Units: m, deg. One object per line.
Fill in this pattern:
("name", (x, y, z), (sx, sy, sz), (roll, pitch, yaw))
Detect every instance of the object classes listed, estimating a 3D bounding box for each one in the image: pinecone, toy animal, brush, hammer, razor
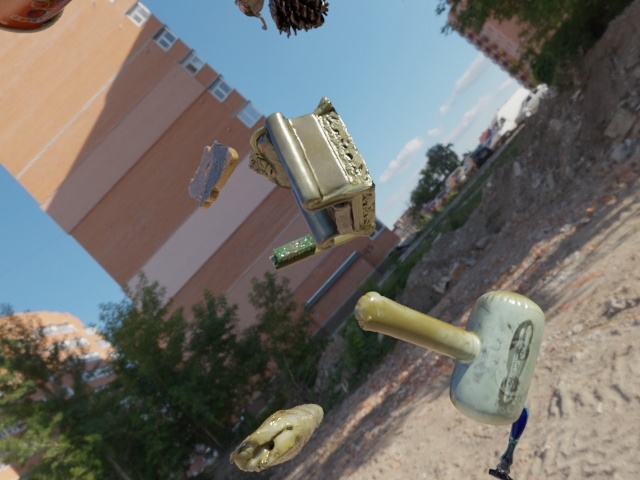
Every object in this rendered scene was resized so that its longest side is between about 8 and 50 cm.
("pinecone", (-0.030, -0.320, 0.633), (0.083, 0.077, 0.077), (-4, 2, 13))
("toy animal", (-0.146, -0.495, 0.936), (0.114, 0.117, 0.255), (-16, -10, 17))
("brush", (0.000, 0.000, 1.207), (0.282, 0.054, 0.048), (-22, -36, -17))
("hammer", (0.182, 0.146, 0.677), (0.113, 0.305, 0.202), (-6, 66, 70))
("razor", (0.343, 0.367, 0.826), (0.028, 0.044, 0.155), (-11, -63, -62))

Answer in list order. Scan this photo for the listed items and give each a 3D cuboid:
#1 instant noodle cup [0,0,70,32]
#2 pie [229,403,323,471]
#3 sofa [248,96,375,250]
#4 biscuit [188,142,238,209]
("instant noodle cup", (-0.457, -0.476, 0.705), (0.192, 0.251, 0.250), (-7, 15, 30))
("pie", (-0.059, 0.315, 0.747), (0.128, 0.068, 0.282), (-35, -15, -3))
("sofa", (-0.016, -0.098, 0.858), (0.181, 0.200, 0.258), (-25, -19, -2))
("biscuit", (-0.248, -0.154, 1.067), (0.035, 0.163, 0.250), (8, -14, -34))
